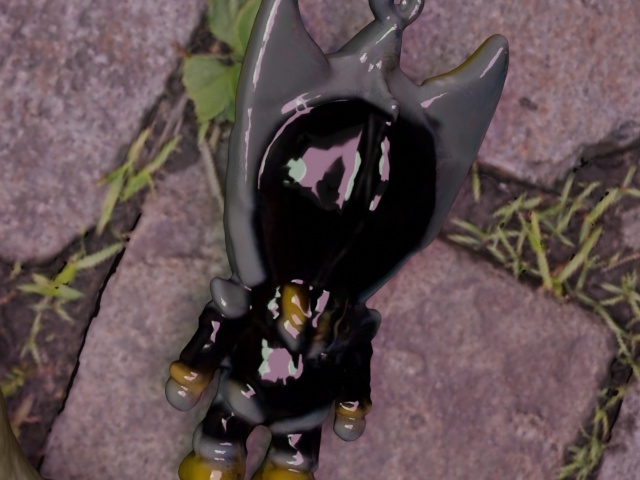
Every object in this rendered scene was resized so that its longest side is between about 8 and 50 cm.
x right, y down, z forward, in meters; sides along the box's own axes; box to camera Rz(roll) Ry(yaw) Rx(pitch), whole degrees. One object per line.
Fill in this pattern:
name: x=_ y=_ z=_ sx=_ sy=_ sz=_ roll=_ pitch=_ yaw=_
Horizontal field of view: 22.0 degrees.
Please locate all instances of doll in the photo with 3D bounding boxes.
doll: x=0.004 y=0.001 z=0.940 sx=0.145 sy=0.103 sz=0.316 roll=16 pitch=97 yaw=-2

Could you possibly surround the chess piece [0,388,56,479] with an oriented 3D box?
chess piece: x=-0.193 y=0.145 z=0.797 sx=0.234 sy=0.234 sz=0.442 roll=-44 pitch=119 yaw=-10
